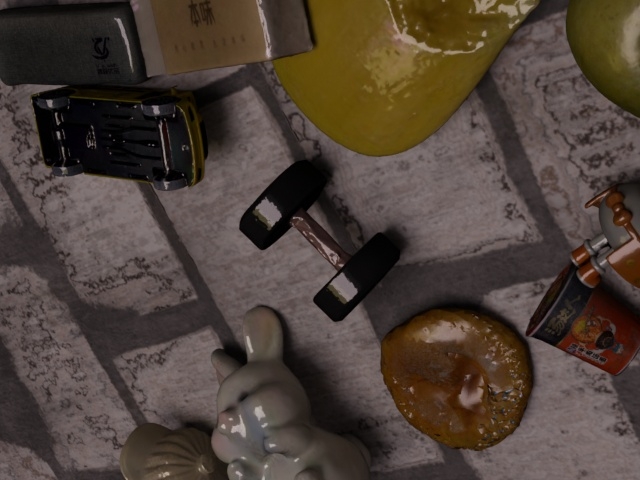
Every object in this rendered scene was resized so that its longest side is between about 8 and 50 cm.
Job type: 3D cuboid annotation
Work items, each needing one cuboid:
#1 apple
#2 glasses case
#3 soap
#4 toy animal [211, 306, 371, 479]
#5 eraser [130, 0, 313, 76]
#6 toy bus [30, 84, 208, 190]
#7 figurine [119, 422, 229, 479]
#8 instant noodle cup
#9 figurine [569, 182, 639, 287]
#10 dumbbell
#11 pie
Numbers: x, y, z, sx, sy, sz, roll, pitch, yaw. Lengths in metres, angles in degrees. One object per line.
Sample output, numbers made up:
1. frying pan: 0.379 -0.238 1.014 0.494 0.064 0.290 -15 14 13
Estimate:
1. apple: 0.410 -0.250 1.249 0.260 0.194 0.261 10 117 21
2. glasses case: -0.417 -0.324 1.815 0.323 0.074 0.131 4 118 31
3. soap: 0.091 -0.301 1.476 0.306 0.115 0.427 42 130 3
4. toy animal: -0.066 0.305 1.860 0.196 0.241 0.368 -46 72 32
5. eraser: -0.154 -0.319 1.579 0.343 0.078 0.144 2 109 51
6. toy bus: -0.308 -0.180 1.774 0.331 0.151 0.145 8 115 31
7. figurine: -0.280 0.489 2.124 0.204 0.185 0.332 3 142 -4
8. instant noodle cup: 0.374 0.117 1.526 0.135 0.127 0.127 33 128 4
9. figurine: 0.430 -0.037 1.393 0.143 0.143 0.271 42 131 7
10. dumbbell: 0.000 0.000 1.672 0.218 0.152 0.152 44 130 4
11. pie: 0.209 0.216 1.712 0.273 0.069 0.273 16 126 23
